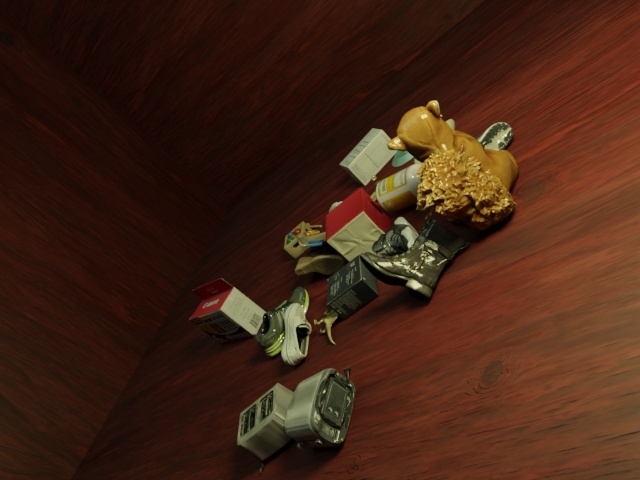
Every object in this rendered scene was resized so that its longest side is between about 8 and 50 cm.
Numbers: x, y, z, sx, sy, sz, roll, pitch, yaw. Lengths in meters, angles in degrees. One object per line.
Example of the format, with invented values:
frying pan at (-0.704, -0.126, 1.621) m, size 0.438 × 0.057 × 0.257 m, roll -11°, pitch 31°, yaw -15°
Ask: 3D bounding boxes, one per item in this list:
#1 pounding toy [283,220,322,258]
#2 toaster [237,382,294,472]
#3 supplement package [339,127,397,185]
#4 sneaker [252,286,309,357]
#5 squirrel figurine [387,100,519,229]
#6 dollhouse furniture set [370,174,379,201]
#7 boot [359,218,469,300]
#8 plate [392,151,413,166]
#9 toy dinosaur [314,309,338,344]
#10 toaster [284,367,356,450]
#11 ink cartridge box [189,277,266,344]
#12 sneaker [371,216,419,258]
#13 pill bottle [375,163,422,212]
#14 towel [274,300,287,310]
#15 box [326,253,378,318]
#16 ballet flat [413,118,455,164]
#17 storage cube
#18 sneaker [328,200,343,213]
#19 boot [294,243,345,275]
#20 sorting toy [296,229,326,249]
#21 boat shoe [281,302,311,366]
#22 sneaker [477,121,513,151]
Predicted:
pounding toy at (-0.087, -0.042, 2.443) m, size 0.181 × 0.094 × 0.206 m, roll -40°, pitch 22°, yaw 19°
toaster at (-0.152, 0.546, 1.477) m, size 0.168 × 0.110 × 0.186 m, roll -42°, pitch 21°, yaw 16°
supplement package at (0.234, -0.406, 2.410) m, size 0.244 × 0.139 × 0.134 m, roll -46°, pitch 22°, yaw 1°
sneaker at (-0.148, 0.293, 1.911) m, size 0.111 × 0.121 × 0.300 m, roll -18°, pitch 35°, yaw 52°
squirrel figurine at (0.382, -0.222, 1.448) m, size 0.281 × 0.370 × 0.397 m, roll -37°, pitch 23°, yaw 24°
dollhouse furniture set at (0.226, -0.214, 2.178) m, size 0.114 × 0.091 × 0.081 m, roll -50°, pitch 5°, yaw 2°
boot at (0.274, 0.033, 1.465) m, size 0.229 × 0.262 × 0.091 m, roll -58°, pitch -18°, yaw -15°
plate at (0.394, -0.412, 2.269) m, size 0.188 × 0.024 × 0.188 m, roll -39°, pitch 21°, yaw 18°
toy dinosaur at (0.025, 0.279, 1.694) m, size 0.092 × 0.053 × 0.183 m, roll -31°, pitch 26°, yaw 35°
toaster at (-0.002, 0.447, 1.336) m, size 0.146 × 0.129 × 0.227 m, roll -33°, pitch 26°, yaw 39°
ink cartridge box at (-0.442, 0.323, 2.224) m, size 0.309 × 0.272 × 0.130 m, roll -24°, pitch 30°, yaw 48°
sneaker at (0.258, 0.025, 1.642) m, size 0.153 × 0.101 × 0.269 m, roll -43°, pitch 15°, yaw 13°
pill bottle at (0.335, -0.202, 1.840) m, size 0.245 × 0.136 × 0.136 m, roll -22°, pitch 32°, yaw 48°
towel at (-0.176, 0.323, 2.064) m, size 0.113 × 0.023 × 0.152 m, roll -40°, pitch 19°, yaw 13°
box at (0.108, 0.157, 1.695) m, size 0.158 × 0.093 × 0.156 m, roll -40°, pitch 21°, yaw 22°
ballet flat at (0.478, -0.377, 1.986) m, size 0.248 × 0.086 × 0.086 m, roll -50°, pitch 21°, yaw -4°
storage cube at (0.144, -0.042, 1.862) m, size 0.215 × 0.183 × 0.193 m, roll -38°, pitch 23°, yaw 20°
sneaker at (0.108, -0.108, 2.184) m, size 0.262 × 0.099 × 0.121 m, roll -20°, pitch 38°, yaw 53°
boot at (0.022, 0.059, 2.060) m, size 0.248 × 0.090 × 0.207 m, roll -12°, pitch 24°, yaw 33°
sorting toy at (0.000, 0.000, 2.137) m, size 0.195 × 0.047 × 0.348 m, roll -10°, pitch 11°, yaw -5°
boat shoe at (-0.077, 0.320, 1.766) m, size 0.088 × 0.096 × 0.268 m, roll -32°, pitch 26°, yaw 26°
sneaker at (0.537, -0.288, 1.698) m, size 0.275 × 0.107 × 0.110 m, roll -39°, pitch 2°, yaw 7°
